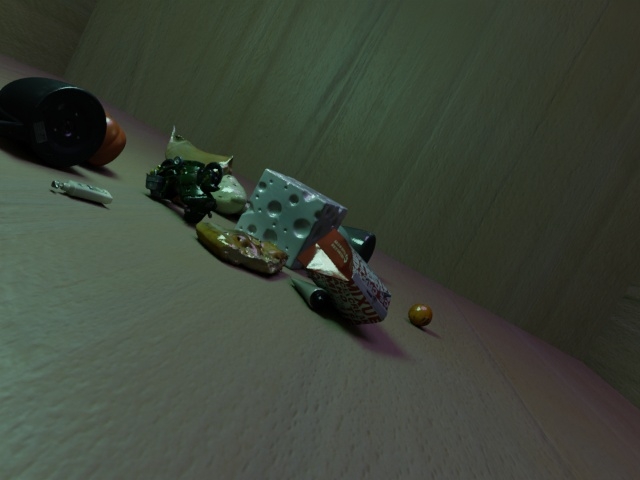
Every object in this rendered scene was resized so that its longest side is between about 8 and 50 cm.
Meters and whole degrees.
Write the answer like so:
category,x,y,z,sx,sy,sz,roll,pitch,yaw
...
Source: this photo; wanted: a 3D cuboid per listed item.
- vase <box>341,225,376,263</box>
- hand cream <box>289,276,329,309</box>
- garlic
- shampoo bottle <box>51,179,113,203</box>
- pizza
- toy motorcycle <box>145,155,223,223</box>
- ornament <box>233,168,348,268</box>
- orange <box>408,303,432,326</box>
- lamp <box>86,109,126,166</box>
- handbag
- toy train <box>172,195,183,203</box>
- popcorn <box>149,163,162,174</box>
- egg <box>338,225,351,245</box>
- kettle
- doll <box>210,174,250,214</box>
category,x,y,z,sx,sy,sz,roll,pitch,yaw
vase,0.066,-0.008,2.413,0.321,0.173,0.173,25,5,22
hand cream,-0.024,0.136,1.453,0.087,0.054,0.186,32,-2,-19
garlic,-0.502,-0.303,2.184,0.339,0.196,0.151,29,-9,22
shampoo bottle,-0.548,-0.114,1.268,0.049,0.034,0.141,41,13,32
pizza,-0.186,0.027,1.504,0.297,0.071,0.189,24,8,-38
toy motorcycle,-0.400,-0.149,1.635,0.275,0.186,0.125,11,-2,32
ornament,-0.094,-0.065,1.830,0.240,0.239,0.240,31,8,18
orange,0.339,0.253,1.886,0.084,0.083,0.083,28,7,-4
lamp,-0.677,-0.306,1.636,0.188,0.164,0.187,37,-17,13
handbag,0.063,0.102,1.459,0.171,0.151,0.298,54,-2,-23
toy train,-0.463,-0.180,1.804,0.072,0.099,0.188,23,8,-43
popcorn,-0.583,-0.253,2.036,0.083,0.068,0.059,-3,-21,-30
egg,0.000,0.000,2.014,0.231,0.167,0.168,24,6,11
kettle,-0.755,-0.326,1.434,0.290,0.207,0.268,26,33,28
doll,-0.316,-0.151,2.071,0.175,0.149,0.278,-3,-14,13
